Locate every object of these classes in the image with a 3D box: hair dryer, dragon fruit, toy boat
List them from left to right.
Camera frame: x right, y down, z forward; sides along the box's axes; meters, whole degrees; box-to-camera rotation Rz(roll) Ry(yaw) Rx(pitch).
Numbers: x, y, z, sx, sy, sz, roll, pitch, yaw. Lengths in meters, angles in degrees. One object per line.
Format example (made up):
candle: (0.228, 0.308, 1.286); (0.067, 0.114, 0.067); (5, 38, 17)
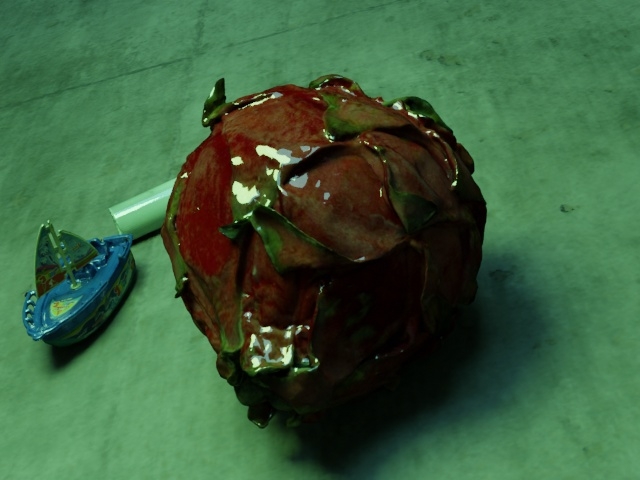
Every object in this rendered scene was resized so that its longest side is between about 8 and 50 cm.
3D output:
toy boat: (-0.234, 0.028, 1.164); (0.091, 0.110, 0.175); (-8, 32, 18)
hair dryer: (-0.113, -0.016, 1.248); (0.155, 0.044, 0.183); (-26, 33, -10)
dragon fruit: (0.000, 0.000, 0.954); (0.244, 0.244, 0.299); (-7, 40, 18)
